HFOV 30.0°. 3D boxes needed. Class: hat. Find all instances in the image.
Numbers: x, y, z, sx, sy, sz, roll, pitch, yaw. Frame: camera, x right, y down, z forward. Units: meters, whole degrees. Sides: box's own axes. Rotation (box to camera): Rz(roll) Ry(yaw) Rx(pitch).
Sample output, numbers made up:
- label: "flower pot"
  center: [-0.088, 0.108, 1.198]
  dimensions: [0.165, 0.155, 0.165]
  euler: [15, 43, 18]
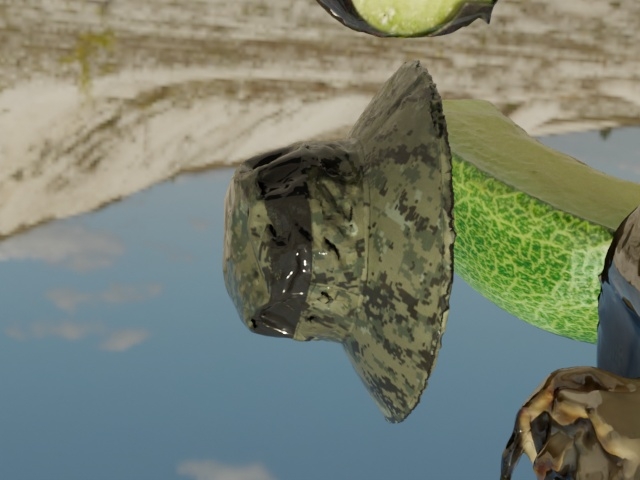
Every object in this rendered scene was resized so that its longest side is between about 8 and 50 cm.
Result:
- label: "hat"
  center: [0.000, 0.000, 0.816]
  dimensions: [0.128, 0.265, 0.265]
  euler: [0, -172, -11]

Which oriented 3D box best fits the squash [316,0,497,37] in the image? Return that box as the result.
- label: "squash"
  center: [0.040, -0.216, 0.732]
  dimensions: [0.192, 0.184, 0.085]
  euler: [3, -172, -16]

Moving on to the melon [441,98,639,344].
- label: "melon"
  center: [0.246, -0.013, 1.181]
  dimensions: [0.226, 0.331, 0.343]
  euler: [-37, -146, -4]

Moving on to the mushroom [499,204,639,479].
- label: "mushroom"
  center: [0.241, 0.142, 0.715]
  dimensions: [0.295, 0.362, 0.362]
  euler: [-7, -173, 1]
